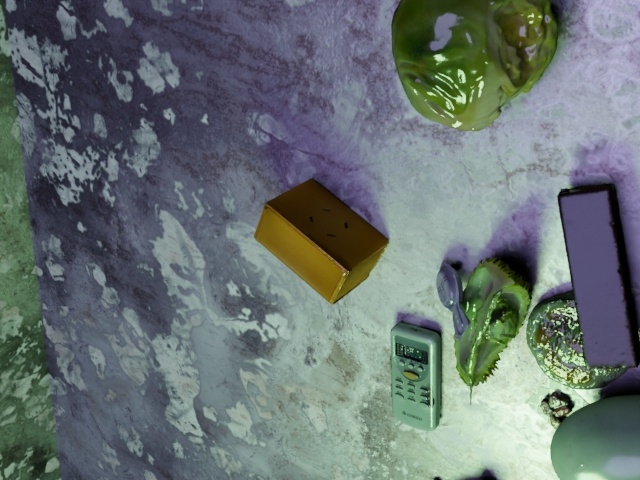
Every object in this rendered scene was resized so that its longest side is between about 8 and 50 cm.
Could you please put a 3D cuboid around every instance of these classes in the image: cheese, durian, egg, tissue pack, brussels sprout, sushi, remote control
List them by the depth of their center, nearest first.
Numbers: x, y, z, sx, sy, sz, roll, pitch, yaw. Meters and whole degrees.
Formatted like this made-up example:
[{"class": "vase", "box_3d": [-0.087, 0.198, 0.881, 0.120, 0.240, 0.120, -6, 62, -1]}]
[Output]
[{"class": "brussels sprout", "box_3d": [0.282, -0.376, 1.450, 0.343, 0.268, 0.344, 17, 126, 25]}, {"class": "egg", "box_3d": [0.663, 0.437, 1.569, 0.370, 0.230, 0.230, -18, 100, 34]}, {"class": "durian", "box_3d": [0.370, 0.181, 1.714, 0.157, 0.169, 0.356, 25, 127, 23]}, {"class": "sushi", "box_3d": [0.554, 0.392, 1.768, 0.120, 0.026, 0.126, 43, 130, 15]}, {"class": "cheese", "box_3d": [0.310, 0.135, 1.772, 0.105, 0.042, 0.191, 105, 158, -58]}, {"class": "tissue pack", "box_3d": [0.000, 0.000, 1.906, 0.274, 0.194, 0.145, 41, 134, 17]}, {"class": "remote control", "box_3d": [0.246, 0.361, 1.976, 0.140, 0.056, 0.297, 14, 118, 35]}]

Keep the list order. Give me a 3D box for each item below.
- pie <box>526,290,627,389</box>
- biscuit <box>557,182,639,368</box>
[{"class": "pie", "box_3d": [0.565, 0.221, 1.661, 0.240, 0.054, 0.241, 15, 118, 30]}, {"class": "biscuit", "box_3d": [0.569, 0.079, 1.536, 0.107, 0.073, 0.389, -7, 100, 30]}]
